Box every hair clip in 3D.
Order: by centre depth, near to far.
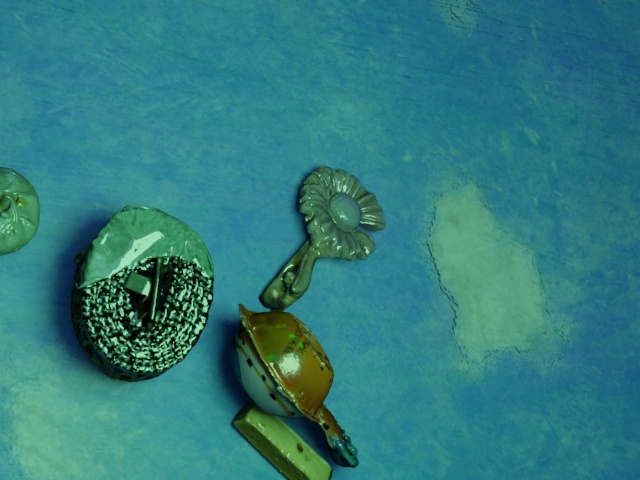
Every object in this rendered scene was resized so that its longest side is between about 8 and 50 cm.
[{"bbox_3d":[0.003,0.000,1.863,0.173,0.069,0.300,42,62,-16],"label":"hair clip"}]

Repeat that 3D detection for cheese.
[{"bbox_3d":[-0.035,0.233,1.738,0.129,0.217,0.329,-33,115,5],"label":"cheese"}]

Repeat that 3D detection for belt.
[{"bbox_3d":[-0.272,0.080,1.643,0.207,0.150,0.258,11,73,-18],"label":"belt"}]

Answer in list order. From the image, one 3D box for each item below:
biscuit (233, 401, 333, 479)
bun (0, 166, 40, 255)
[{"bbox_3d":[-0.058,0.336,1.768,0.188,0.052,0.056,46,49,-15],"label":"biscuit"},{"bbox_3d":[-0.475,-0.046,1.586,0.140,0.083,0.141,9,73,-29],"label":"bun"}]
